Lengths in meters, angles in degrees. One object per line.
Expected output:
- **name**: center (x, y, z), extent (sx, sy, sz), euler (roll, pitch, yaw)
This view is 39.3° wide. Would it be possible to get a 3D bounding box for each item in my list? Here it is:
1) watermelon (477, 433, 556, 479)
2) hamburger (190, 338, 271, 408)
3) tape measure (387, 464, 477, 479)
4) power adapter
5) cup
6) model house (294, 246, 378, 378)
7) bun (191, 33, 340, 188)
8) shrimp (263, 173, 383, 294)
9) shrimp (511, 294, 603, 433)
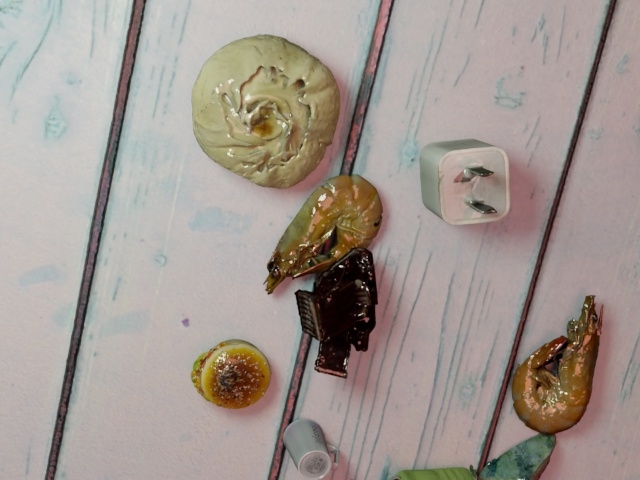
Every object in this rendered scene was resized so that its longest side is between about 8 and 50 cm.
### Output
- **watermelon**: center (0.393, 0.445, 1.729), extent (0.180, 0.081, 0.094), euler (-47, 129, 9)
- **hamburger**: center (-0.158, 0.237, 1.591), extent (0.141, 0.081, 0.127), euler (28, 97, -13)
- **tape measure**: center (0.200, 0.503, 1.693), extent (0.177, 0.087, 0.154), euler (1, 102, -6)
- **power adapter**: center (0.253, -0.095, 1.516), extent (0.125, 0.205, 0.130), euler (-6, 104, -7)
- **cup**: center (-0.008, 0.384, 1.629), extent (0.104, 0.116, 0.074), euler (22, 99, -19)
- **model house**: center (0.037, 0.139, 1.543), extent (0.141, 0.164, 0.203), euler (-9, 117, 6)
- **bun**: center (-0.088, -0.213, 1.474), extent (0.259, 0.152, 0.259), euler (-1, 103, -5)
- **shrimp**: center (0.000, 0.001, 1.578), extent (0.267, 0.061, 0.145), euler (-46, 113, 1)
- **shrimp**: center (0.446, 0.232, 1.689), extent (0.152, 0.063, 0.287), euler (11, 102, 2)
